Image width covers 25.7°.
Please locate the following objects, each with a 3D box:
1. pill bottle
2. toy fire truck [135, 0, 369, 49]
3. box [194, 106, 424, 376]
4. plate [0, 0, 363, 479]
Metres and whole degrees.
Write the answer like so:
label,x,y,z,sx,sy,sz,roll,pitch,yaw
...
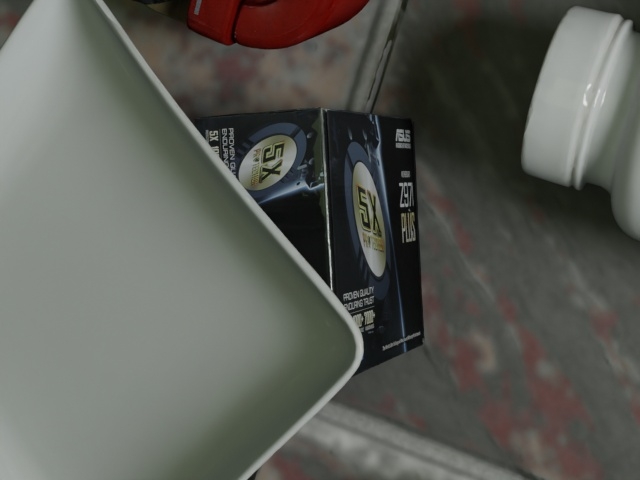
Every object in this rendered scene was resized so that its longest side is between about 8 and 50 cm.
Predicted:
label,x,y,z,sx,sy,sz,roll,pitch,yaw
pill bottle,0.242,-0.050,0.772,0.246,0.136,0.136,18,98,16
toy fire truck,0.029,-0.212,0.837,0.246,0.158,0.217,24,115,15
box,0.000,0.000,0.827,0.078,0.180,0.147,-3,91,19
plate,-0.127,0.042,0.772,0.278,0.045,0.277,-49,67,26
